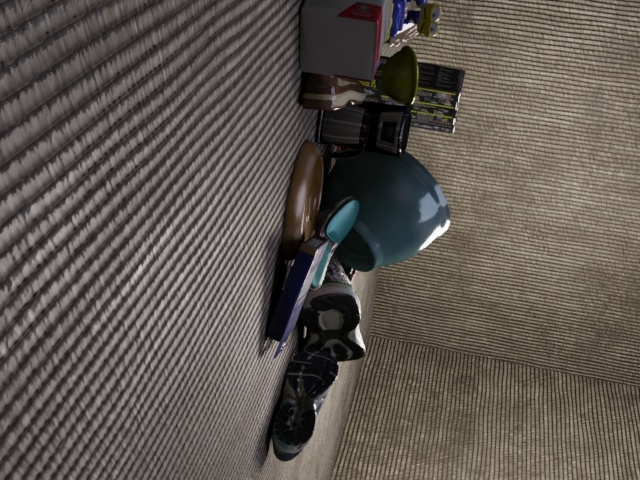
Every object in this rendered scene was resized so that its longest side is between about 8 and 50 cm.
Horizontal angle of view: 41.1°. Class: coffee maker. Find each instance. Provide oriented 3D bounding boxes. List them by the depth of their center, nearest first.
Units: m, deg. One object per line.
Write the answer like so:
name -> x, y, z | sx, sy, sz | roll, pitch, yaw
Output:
coffee maker -> 0.095, -0.244, 1.757 | 0.171, 0.178, 0.120 | -69, 167, -53

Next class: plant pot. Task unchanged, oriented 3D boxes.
plant pot -> -0.028, -0.074, 1.636 | 0.236, 0.032, 0.236 | 10, 90, -83
plant pot -> 0.110, -0.055, 1.895 | 0.196, 0.293, 0.293 | -44, 155, -25

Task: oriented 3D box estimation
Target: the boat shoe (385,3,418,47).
boat shoe -> 0.144, -0.559, 2.023 | 0.116, 0.123, 0.324 | 68, 12, 12

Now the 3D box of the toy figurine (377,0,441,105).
toy figurine -> 0.084, -0.414, 1.640 | 0.217, 0.191, 0.362 | -22, 142, -26

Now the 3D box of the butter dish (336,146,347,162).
butter dish -> 0.121, -0.180, 2.103 | 0.160, 0.118, 0.159 | -11, 115, -50

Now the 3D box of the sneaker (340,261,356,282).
sneaker -> 0.062, 0.029, 2.153 | 0.135, 0.098, 0.276 | 82, 19, -60

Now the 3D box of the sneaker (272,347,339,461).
sneaker -> -0.047, 0.359, 1.887 | 0.283, 0.110, 0.122 | -62, 174, -45

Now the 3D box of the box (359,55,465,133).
box -> 0.184, -0.334, 1.942 | 0.216, 0.270, 0.060 | 74, 28, -71

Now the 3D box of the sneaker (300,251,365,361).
sneaker -> 0.028, 0.161, 1.997 | 0.410, 0.158, 0.182 | 95, -5, -59

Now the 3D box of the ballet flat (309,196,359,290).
ballet flat -> 0.000, 0.000, 1.741 | 0.077, 0.079, 0.221 | 46, 64, -46

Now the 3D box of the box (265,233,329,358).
box -> -0.049, 0.103, 1.599 | 0.136, 0.037, 0.225 | -37, 149, -78

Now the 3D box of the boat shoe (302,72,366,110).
boat shoe -> 0.032, -0.297, 1.571 | 0.257, 0.095, 0.095 | -52, 145, -73

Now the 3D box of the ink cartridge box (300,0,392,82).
ink cartridge box -> 0.047, -0.376, 1.434 | 0.127, 0.128, 0.176 | 91, 13, -50
